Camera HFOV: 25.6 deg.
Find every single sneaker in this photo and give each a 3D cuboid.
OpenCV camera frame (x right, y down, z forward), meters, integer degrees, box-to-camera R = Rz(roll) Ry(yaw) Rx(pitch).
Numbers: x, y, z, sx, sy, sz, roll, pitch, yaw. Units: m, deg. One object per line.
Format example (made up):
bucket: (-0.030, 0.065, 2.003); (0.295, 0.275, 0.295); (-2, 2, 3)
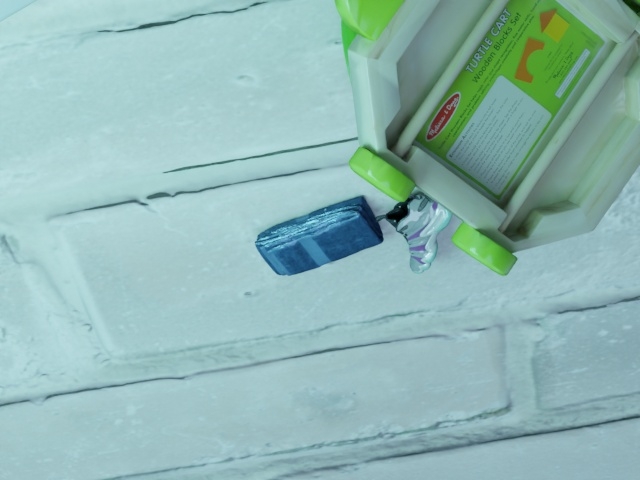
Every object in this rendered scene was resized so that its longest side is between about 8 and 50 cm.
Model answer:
sneaker: (0.086, -0.011, 1.409); (0.069, 0.038, 0.098); (9, 126, -13)

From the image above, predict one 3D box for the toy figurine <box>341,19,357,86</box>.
toy figurine: (0.107, -0.176, 1.198); (0.159, 0.130, 0.173); (-17, 113, -7)

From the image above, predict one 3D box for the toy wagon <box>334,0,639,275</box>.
toy wagon: (0.129, -0.145, 1.121); (0.344, 0.068, 0.267); (34, 91, -26)

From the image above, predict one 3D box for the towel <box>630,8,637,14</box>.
towel: (0.405, -0.248, 1.182); (0.285, 0.034, 0.209); (6, 137, -13)

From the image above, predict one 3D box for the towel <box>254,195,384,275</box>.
towel: (0.000, 0.000, 1.415); (0.119, 0.029, 0.067); (-20, 136, 16)

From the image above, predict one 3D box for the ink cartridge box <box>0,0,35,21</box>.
ink cartridge box: (-0.355, -0.237, 1.108); (0.223, 0.045, 0.224); (-25, 133, 19)
